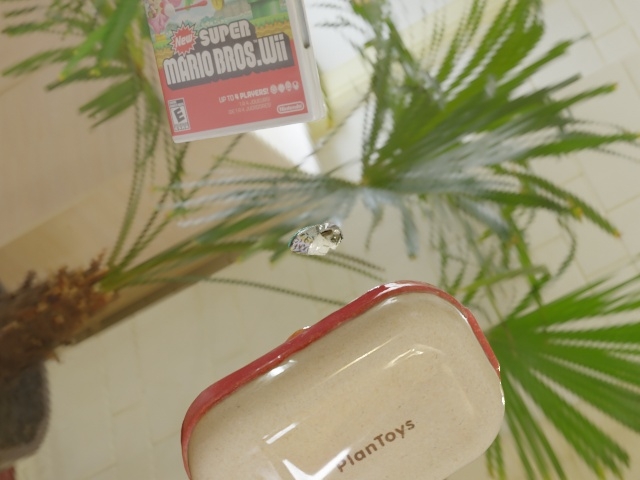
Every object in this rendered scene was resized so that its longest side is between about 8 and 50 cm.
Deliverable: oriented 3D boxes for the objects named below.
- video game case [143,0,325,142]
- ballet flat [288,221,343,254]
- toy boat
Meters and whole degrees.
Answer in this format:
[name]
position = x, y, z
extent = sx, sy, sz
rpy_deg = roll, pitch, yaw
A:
[video game case]
position = -0.108, -0.257, 1.278
extent = 0.025, 0.204, 0.285
rpy_deg = -22, 104, -53
[ballet flat]
position = 0.000, 0.000, 1.516
extent = 0.041, 0.041, 0.114
rpy_deg = 62, 26, 3
[toy boat]
position = 0.007, 0.113, 0.861
extent = 0.151, 0.231, 0.151
rpy_deg = 60, -2, -27
